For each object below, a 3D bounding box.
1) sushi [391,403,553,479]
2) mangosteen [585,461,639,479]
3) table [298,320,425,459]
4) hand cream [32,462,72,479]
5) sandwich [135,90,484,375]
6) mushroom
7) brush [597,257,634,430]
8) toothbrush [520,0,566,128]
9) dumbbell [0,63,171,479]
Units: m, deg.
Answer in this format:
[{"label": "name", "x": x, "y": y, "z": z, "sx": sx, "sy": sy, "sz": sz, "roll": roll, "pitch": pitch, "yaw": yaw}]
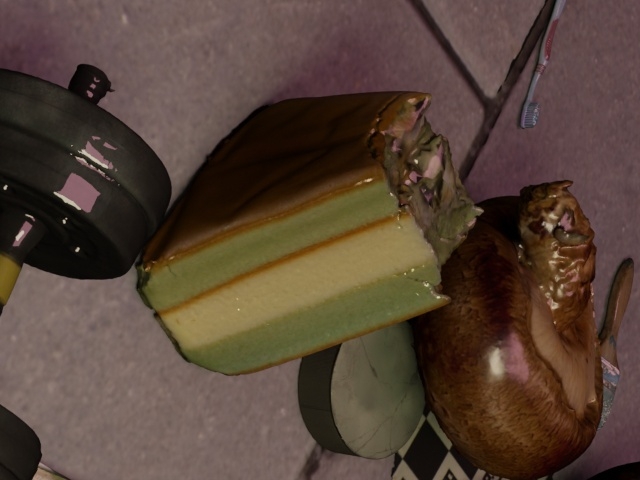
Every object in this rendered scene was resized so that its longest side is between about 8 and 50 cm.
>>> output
[{"label": "sushi", "x": 0.155, "y": 0.305, "z": 1.756, "sx": 0.264, "sy": 0.050, "sz": 0.290, "roll": 25, "pitch": 73, "yaw": -45}, {"label": "mangosteen", "x": 0.346, "y": 0.357, "z": 1.793, "sx": 0.288, "sy": 0.288, "sz": 0.288, "roll": -2, "pitch": 93, "yaw": -47}, {"label": "table", "x": 0.040, "y": 0.130, "z": 1.629, "sx": 0.133, "sy": 0.043, "sz": 0.133, "roll": -3, "pitch": 94, "yaw": -47}, {"label": "hand cream", "x": -0.174, "y": 0.235, "z": 1.408, "sx": 0.235, "sy": 0.055, "sz": 0.086, "roll": 28, "pitch": 68, "yaw": -36}, {"label": "sandwich", "x": 0.000, "y": 0.000, "z": 1.468, "sx": 0.227, "sy": 0.198, "sz": 0.155, "roll": -52, "pitch": 127, "yaw": -32}, {"label": "mushroom", "x": 0.176, "y": 0.079, "z": 1.660, "sx": 0.297, "sy": 0.163, "sz": 0.278, "roll": -40, "pitch": 129, "yaw": -67}, {"label": "brush", "x": 0.308, "y": 0.107, "z": 1.936, "sx": 0.070, "sy": 0.021, "sz": 0.196, "roll": 36, "pitch": 64, "yaw": -41}, {"label": "toothbrush", "x": 0.235, "y": -0.201, "z": 1.845, "sx": 0.013, "sy": 0.019, "sz": 0.193, "roll": 33, "pitch": 66, "yaw": -42}, {"label": "dumbbell", "x": -0.236, "y": 0.045, "z": 1.232, "sx": 0.185, "sy": 0.185, "sz": 0.388, "roll": 43, "pitch": 62, "yaw": -39}]
